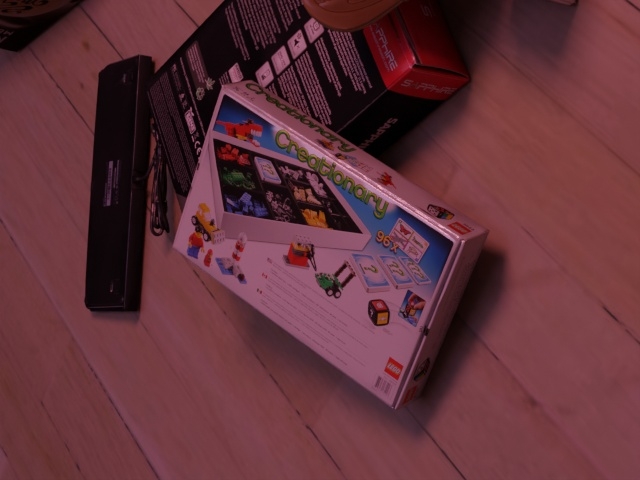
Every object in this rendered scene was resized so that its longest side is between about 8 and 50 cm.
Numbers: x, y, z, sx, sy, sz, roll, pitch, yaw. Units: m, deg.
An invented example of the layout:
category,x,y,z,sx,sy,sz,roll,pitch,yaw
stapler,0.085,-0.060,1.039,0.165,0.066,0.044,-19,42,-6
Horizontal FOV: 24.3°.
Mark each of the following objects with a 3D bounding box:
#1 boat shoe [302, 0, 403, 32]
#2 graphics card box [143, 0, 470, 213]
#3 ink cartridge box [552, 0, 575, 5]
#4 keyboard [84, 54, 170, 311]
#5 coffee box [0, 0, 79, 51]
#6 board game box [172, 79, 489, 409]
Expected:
category,x,y,z,sx,sy,sz,roll,pitch,yaw
boat shoe,0.087,-0.304,1.375,0.104,0.089,0.285,39,84,3
graphics card box,-0.028,-0.165,1.544,0.371,0.094,0.233,-40,60,37
ink cartridge box,0.173,-0.322,1.298,0.086,0.148,0.203,22,100,48
keyboard,-0.229,-0.071,1.819,0.201,0.033,0.317,-4,82,55
coffee box,-0.402,-0.372,1.960,0.297,0.168,0.119,-26,65,45
board game box,0.000,0.000,1.435,0.305,0.053,0.193,35,120,26
